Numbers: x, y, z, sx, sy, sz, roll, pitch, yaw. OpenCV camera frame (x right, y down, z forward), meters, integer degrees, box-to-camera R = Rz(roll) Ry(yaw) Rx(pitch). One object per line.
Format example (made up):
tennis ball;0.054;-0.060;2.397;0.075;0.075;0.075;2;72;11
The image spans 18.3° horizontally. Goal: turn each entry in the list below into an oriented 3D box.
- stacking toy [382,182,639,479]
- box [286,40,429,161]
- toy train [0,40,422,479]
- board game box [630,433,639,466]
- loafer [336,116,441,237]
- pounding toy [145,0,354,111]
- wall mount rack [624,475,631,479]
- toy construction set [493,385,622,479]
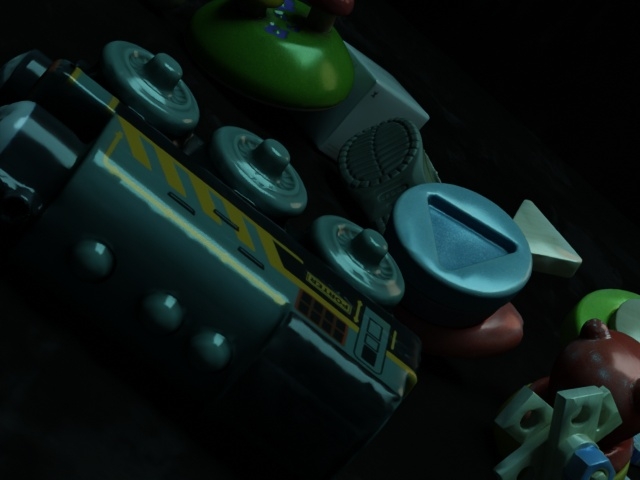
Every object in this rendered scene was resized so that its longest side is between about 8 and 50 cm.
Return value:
stacking toy;0.209;0.048;1.720;0.309;0.130;0.279;44;42;19
box;0.039;-0.138;2.147;0.101;0.102;0.087;31;15;-45
toy train;-0.076;0.013;1.231;0.334;0.142;0.190;40;22;-11
board game box;0.306;0.195;2.032;0.090;0.020;0.090;49;15;30
loafer;0.081;-0.033;1.995;0.251;0.094;0.087;-103;169;-54
pounding toy;-0.054;-0.242;2.052;0.183;0.110;0.237;-12;46;-45
wall mount rack;0.418;0.261;1.807;0.350;0.130;0.304;16;21;-50
toy construction set;0.228;0.247;1.356;0.215;0.151;0.328;19;28;-37
